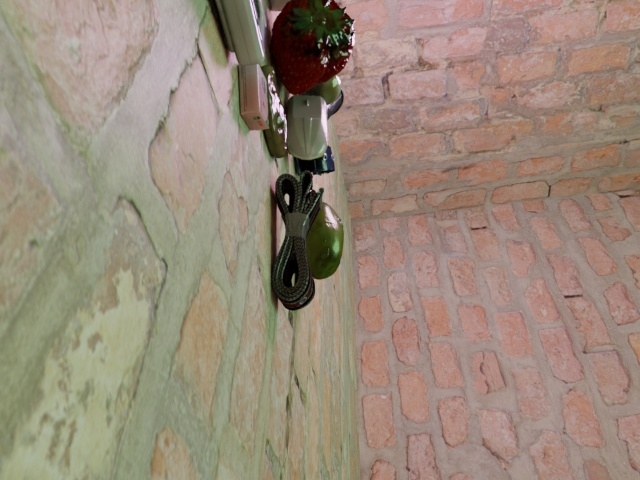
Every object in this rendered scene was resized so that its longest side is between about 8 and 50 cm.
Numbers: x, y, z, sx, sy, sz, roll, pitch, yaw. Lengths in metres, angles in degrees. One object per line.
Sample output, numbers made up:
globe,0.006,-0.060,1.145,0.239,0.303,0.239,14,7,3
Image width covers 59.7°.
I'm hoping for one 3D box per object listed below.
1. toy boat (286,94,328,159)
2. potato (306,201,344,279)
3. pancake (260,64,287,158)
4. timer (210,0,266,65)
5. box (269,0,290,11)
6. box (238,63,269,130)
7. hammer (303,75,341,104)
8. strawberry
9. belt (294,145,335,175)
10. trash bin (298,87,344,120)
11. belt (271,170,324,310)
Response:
toy boat,-0.045,-0.334,1.729,0.141,0.141,0.269,71,16,-61
potato,0.000,0.000,1.687,0.186,0.149,0.253,65,20,-62
pancake,-0.114,-0.337,1.465,0.242,0.050,0.241,-5,90,-83
timer,-0.165,-0.489,1.087,0.253,0.078,0.178,78,7,-49
box,-0.074,-0.855,1.691,0.203,0.116,0.274,-38,127,-44
box,-0.146,-0.315,1.217,0.089,0.043,0.125,56,29,-76
hammer,0.002,-0.609,1.802,0.113,0.202,0.305,-17,131,-46
strawberry,-0.040,-0.567,1.640,0.238,0.250,0.288,62,-22,5
belt,-0.018,-0.288,1.907,0.218,0.122,0.128,-24,105,-81
trash bin,-0.016,-0.492,2.022,0.161,0.175,0.175,-69,155,-47
belt,-0.061,-0.005,1.368,0.094,0.126,0.359,91,3,-62
